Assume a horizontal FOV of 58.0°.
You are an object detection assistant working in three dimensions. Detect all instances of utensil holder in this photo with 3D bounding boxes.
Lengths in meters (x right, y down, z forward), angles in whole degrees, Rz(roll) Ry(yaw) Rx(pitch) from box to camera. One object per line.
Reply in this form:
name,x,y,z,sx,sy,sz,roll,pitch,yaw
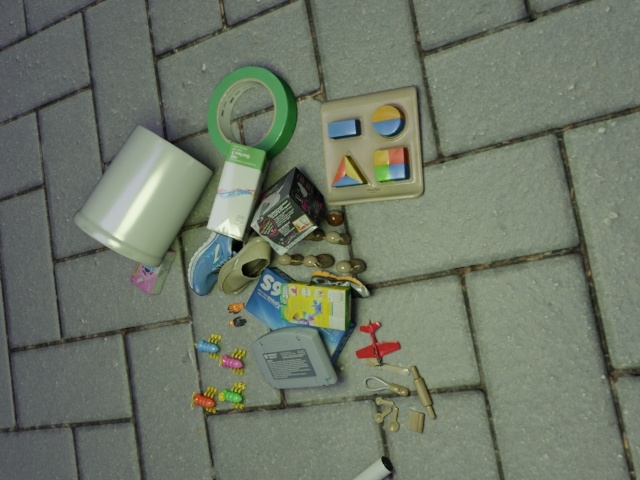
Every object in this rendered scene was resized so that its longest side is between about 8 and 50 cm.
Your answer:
utensil holder,-0.590,-0.152,1.968,0.327,0.327,0.385,33,89,22

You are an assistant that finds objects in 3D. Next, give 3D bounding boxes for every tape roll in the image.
tape roll,-0.237,-0.428,1.976,0.321,0.077,0.321,0,89,25

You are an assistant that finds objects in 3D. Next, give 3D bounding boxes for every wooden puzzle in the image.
wooden puzzle,0.147,-0.292,1.789,0.322,0.080,0.348,-4,86,25

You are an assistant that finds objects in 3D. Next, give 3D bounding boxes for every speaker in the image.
speaker,0.158,0.720,1.765,0.136,0.055,0.055,-45,71,18

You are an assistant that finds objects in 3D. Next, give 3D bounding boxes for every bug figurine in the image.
bug figurine,-0.358,0.473,2.007,0.216,0.072,0.279,3,89,25

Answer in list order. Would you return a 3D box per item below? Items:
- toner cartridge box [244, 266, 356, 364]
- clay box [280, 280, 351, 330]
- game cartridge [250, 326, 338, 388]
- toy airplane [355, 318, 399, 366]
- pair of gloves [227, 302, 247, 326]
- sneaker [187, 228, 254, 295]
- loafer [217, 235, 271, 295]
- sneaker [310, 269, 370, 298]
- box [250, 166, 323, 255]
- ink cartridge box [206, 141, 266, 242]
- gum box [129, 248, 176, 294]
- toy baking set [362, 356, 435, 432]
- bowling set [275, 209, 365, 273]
toner cartridge box,-0.070,0.245,1.877,0.348,0.075,0.165,33,103,22
clay box,-0.016,0.196,1.773,0.222,0.053,0.127,6,101,26
game cartridge,-0.091,0.371,1.827,0.294,0.060,0.196,-16,104,42
toy airplane,0.168,0.315,1.783,0.151,0.028,0.151,-3,84,28
pair of gloves,-0.293,0.261,2.016,0.074,0.010,0.083,-12,84,24
sneaker,-0.337,0.056,1.980,0.147,0.130,0.330,35,103,24
loafer,-0.253,0.099,1.905,0.268,0.102,0.092,-50,37,28
sneaker,0.056,0.157,1.805,0.215,0.084,0.083,8,59,34
box,-0.102,-0.096,1.790,0.163,0.247,0.142,-37,109,19
ink cartridge box,-0.255,-0.144,1.818,0.117,0.201,0.278,15,86,-1
gum box,-0.621,0.094,2.147,0.107,0.062,0.188,28,100,23
toy baking set,0.231,0.466,1.752,0.197,0.030,0.256,-21,79,23
bowling set,0.000,0.000,1.808,0.287,0.154,0.200,2,89,25
